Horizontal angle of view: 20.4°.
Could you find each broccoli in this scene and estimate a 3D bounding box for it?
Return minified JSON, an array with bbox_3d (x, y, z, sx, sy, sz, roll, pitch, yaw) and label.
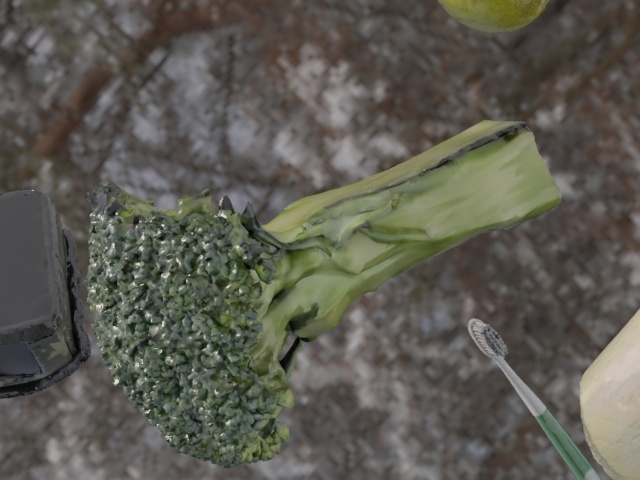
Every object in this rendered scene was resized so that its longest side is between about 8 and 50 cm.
[{"bbox_3d":[-0.006,0.013,1.296,0.361,0.252,0.221,-18,-108,-40],"label":"broccoli"}]

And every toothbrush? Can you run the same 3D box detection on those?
[{"bbox_3d":[0.198,0.159,1.527,0.257,0.018,0.024,53,161,-27],"label":"toothbrush"}]

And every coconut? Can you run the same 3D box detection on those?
[{"bbox_3d":[0.471,0.198,2.293,0.239,0.244,0.239,21,-139,-20],"label":"coconut"}]

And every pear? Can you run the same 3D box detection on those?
[{"bbox_3d":[0.186,-0.289,1.856,0.141,0.104,0.141,18,-121,-32],"label":"pear"}]

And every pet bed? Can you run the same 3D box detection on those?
[{"bbox_3d":[-0.367,0.073,2.053,0.159,0.183,0.211,76,-179,-55],"label":"pet bed"}]
